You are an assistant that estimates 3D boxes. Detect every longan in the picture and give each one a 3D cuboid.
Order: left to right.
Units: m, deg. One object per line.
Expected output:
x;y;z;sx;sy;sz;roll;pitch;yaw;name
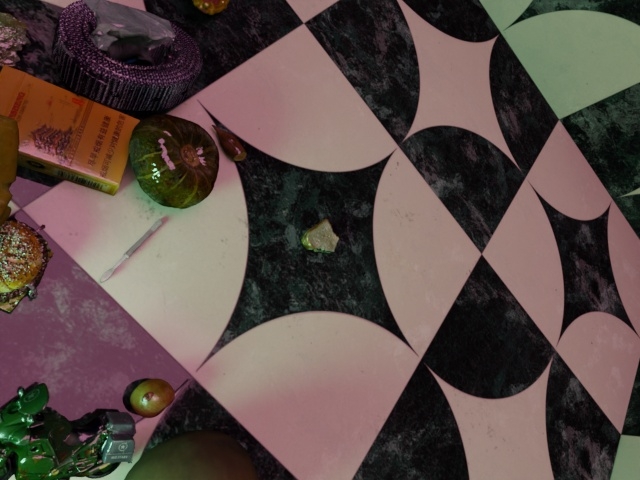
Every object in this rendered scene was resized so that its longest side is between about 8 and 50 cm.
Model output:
-0.243;0.491;0.901;0.258;0.258;0.257;10;71;-31;longan

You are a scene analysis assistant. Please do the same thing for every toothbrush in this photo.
-0.418;0.021;1.055;0.014;0.017;0.194;44;57;-14;toothbrush

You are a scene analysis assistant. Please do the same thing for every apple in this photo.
-0.346;0.323;0.979;0.084;0.084;0.071;-35;80;-35;apple

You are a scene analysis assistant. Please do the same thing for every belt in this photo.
-0.430;-0.423;1.085;0.325;0.122;0.260;-18;72;-42;belt

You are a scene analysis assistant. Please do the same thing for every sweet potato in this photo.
-0.242;-0.256;1.233;0.117;0.049;0.049;48;56;-4;sweet potato

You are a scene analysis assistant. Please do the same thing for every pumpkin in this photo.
-0.335;-0.175;1.089;0.219;0.163;0.218;30;54;-52;pumpkin

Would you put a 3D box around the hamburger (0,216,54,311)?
-0.599;0.040;0.884;0.164;0.093;0.189;22;67;-27;hamburger

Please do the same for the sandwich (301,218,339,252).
0.000;0.000;1.326;0.105;0.036;0.093;-32;96;-35;sandwich

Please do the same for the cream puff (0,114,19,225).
-0.633;-0.117;0.753;0.276;0.379;0.377;34;60;-34;cream puff

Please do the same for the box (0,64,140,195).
-0.547;-0.226;1.006;0.274;0.076;0.174;19;65;-28;box

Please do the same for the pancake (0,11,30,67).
-0.686;-0.431;1.004;0.116;0.023;0.129;24;65;-23;pancake

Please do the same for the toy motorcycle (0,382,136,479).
-0.461;0.351;0.849;0.275;0.125;0.186;18;92;-41;toy motorcycle

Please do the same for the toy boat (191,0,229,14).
-0.300;-0.727;1.302;0.141;0.099;0.317;19;64;-32;toy boat
